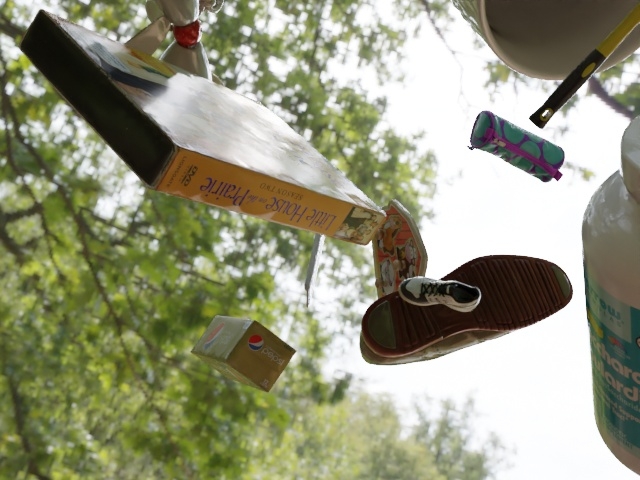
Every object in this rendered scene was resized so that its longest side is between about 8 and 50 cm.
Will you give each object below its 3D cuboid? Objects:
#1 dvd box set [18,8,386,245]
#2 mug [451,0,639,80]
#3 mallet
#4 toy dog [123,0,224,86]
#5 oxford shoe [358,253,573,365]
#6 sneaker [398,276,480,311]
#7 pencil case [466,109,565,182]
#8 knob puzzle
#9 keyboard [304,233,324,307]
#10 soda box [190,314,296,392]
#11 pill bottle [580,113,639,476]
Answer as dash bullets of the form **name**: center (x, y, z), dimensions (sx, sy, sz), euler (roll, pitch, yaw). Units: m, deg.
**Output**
- **dvd box set**: center (-0.131, -0.129, 1.207), dimensions (0.307, 0.062, 0.420), euler (44, 17, 32)
- **mug**: center (0.231, -0.412, 1.226), dimensions (0.374, 0.328, 0.276), euler (9, -56, -25)
- **mallet**: center (0.273, -0.174, 0.892), dimensions (0.062, 0.039, 0.189), euler (30, -69, -11)
- **toy dog**: center (-0.246, -0.275, 1.454), dimensions (0.161, 0.220, 0.333), euler (7, -64, 9)
- **oxford shoe**: center (0.217, 0.110, 1.483), dimensions (0.348, 0.123, 0.130), euler (-11, -23, -13)
- **sneaker**: center (0.122, 0.050, 0.970), dimensions (0.083, 0.031, 0.037), euler (8, -19, -7)
- **pencil case**: center (0.299, -0.141, 1.461), dimensions (0.152, 0.070, 0.064), euler (22, -65, -23)
- **knob puzzle**: center (0.124, 0.028, 1.610), dimensions (0.030, 0.213, 0.213), euler (-6, -15, -21)
- **keyboard**: center (0.000, 0.000, 1.788), dimensions (0.014, 0.256, 0.072), euler (7, -33, 9)
- **soda box**: center (-0.093, 0.128, 1.111), dimensions (0.061, 0.058, 0.181), euler (38, -13, -14)
- **pill bottle**: center (0.253, 0.039, 0.650), dimensions (0.146, 0.146, 0.264), euler (5, -48, 26)
